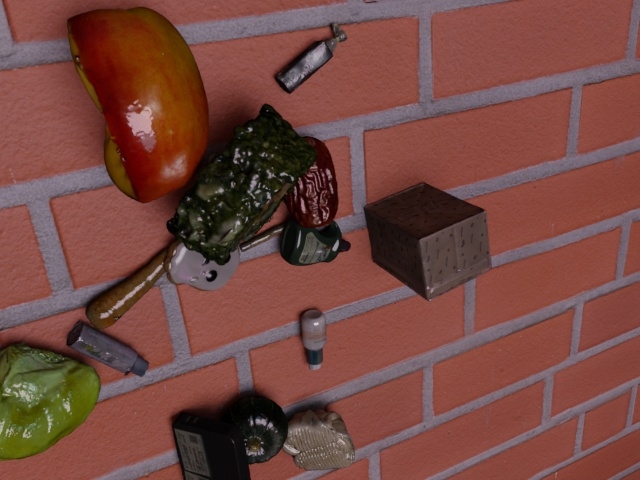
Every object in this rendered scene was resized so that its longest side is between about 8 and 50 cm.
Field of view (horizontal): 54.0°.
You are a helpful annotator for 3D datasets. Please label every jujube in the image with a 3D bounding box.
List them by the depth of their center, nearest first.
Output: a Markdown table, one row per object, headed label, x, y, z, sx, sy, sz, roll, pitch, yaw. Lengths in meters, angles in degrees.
| label | x | y | z | sx | sy | sz | roll | pitch | yaw |
| --- | --- | --- | --- | --- | --- | --- | --- | --- | --- |
| jujube | -0.035 | -0.145 | 1.588 | 0.155 | 0.155 | 0.230 | -16 | 102 | -22 |

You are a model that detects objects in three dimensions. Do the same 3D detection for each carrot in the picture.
| label | x | y | z | sx | sy | sz | roll | pitch | yaw |
| --- | --- | --- | --- | --- | --- | --- | --- | --- | --- |
| carrot | -0.445 | 0.102 | 1.546 | 0.298 | 0.078 | 0.078 | -43 | 124 | -11 |

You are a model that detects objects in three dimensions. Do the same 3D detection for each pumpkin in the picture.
| label | x | y | z | sx | sy | sz | roll | pitch | yaw |
| --- | --- | --- | --- | --- | --- | --- | --- | --- | --- |
| pumpkin | -0.195 | 0.552 | 1.818 | 0.212 | 0.152 | 0.211 | -8 | 110 | -21 |

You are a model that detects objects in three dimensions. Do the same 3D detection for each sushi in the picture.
| label | x | y | z | sx | sy | sz | roll | pitch | yaw |
| --- | --- | --- | --- | --- | --- | --- | --- | --- | --- |
| sushi | -0.183 | -0.110 | 1.416 | 0.178 | 0.294 | 0.352 | 41 | 123 | -1 |

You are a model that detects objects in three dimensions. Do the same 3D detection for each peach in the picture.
| label | x | y | z | sx | sy | sz | roll | pitch | yaw |
| --- | --- | --- | --- | --- | --- | --- | --- | --- | --- |
| peach | -0.354 | -0.283 | 1.295 | 0.242 | 0.306 | 0.380 | -14 | 112 | -15 |

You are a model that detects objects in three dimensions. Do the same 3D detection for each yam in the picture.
| label | x | y | z | sx | sy | sz | roll | pitch | yaw |
| --- | --- | --- | --- | --- | --- | --- | --- | --- | --- |
| yam | -0.112 | -0.032 | 1.688 | 0.234 | 0.027 | 0.029 | -30 | 141 | -15 |

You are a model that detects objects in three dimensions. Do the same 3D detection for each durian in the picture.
| label | x | y | z | sx | sy | sz | roll | pitch | yaw |
| --- | --- | --- | --- | --- | --- | --- | --- | --- | --- |
| durian | -0.683 | 0.381 | 1.455 | 0.340 | 0.204 | 0.255 | 20 | 89 | -34 |

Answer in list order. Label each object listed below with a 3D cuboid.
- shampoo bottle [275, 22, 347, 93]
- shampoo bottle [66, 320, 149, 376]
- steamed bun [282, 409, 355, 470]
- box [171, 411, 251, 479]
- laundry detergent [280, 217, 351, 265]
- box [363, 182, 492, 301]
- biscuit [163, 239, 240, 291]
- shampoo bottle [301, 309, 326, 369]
| label | x | y | z | sx | sy | sz | roll | pitch | yaw |
| --- | --- | --- | --- | --- | --- | --- | --- | --- | --- |
| shampoo bottle | -0.020 | -0.448 | 1.543 | 0.208 | 0.057 | 0.063 | -43 | 117 | -8 |
| shampoo bottle | -0.527 | 0.281 | 1.574 | 0.214 | 0.072 | 0.072 | 39 | 90 | -34 |
| steamed bun | -0.008 | 0.602 | 1.951 | 0.218 | 0.144 | 0.211 | -17 | 114 | 13 |
| box | -0.300 | 0.654 | 1.782 | 0.058 | 0.211 | 0.350 | -46 | 138 | -54 |
| laundry detergent | 0.000 | 0.000 | 1.724 | 0.222 | 0.078 | 0.144 | 0 | 111 | -40 |
| box | 0.295 | -0.009 | 1.754 | 0.225 | 0.297 | 0.190 | -23 | 120 | -18 |
| biscuit | -0.287 | 0.046 | 1.592 | 0.208 | 0.049 | 0.181 | 25 | 92 | -44 |
| shampoo bottle | -0.019 | 0.300 | 1.852 | 0.074 | 0.074 | 0.192 | -12 | 116 | -24 |
